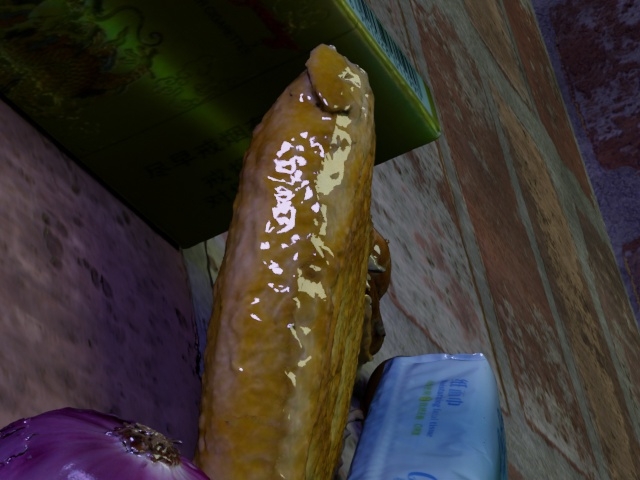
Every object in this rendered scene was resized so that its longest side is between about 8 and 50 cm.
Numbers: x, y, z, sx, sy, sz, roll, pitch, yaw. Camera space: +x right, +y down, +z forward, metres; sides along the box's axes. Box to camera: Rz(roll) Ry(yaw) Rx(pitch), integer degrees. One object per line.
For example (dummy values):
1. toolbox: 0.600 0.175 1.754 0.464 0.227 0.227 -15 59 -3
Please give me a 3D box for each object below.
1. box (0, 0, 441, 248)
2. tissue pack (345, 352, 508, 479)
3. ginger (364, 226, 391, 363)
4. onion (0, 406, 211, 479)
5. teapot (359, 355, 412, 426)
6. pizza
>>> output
1. box: -0.076 -0.109 0.763 0.311 0.173 0.043 45 27 -51
2. tissue pack: 0.060 0.194 0.865 0.263 0.089 0.177 -65 151 -69
3. ginger: 0.000 0.000 1.039 0.162 0.073 0.103 65 30 -28
4. onion: -0.087 0.118 0.595 0.115 0.115 0.104 -28 139 -73
5. teapot: 0.081 0.129 1.099 0.129 0.078 0.098 38 33 -58
6. pizza: -0.018 0.073 0.839 0.288 0.075 0.280 75 26 -72
